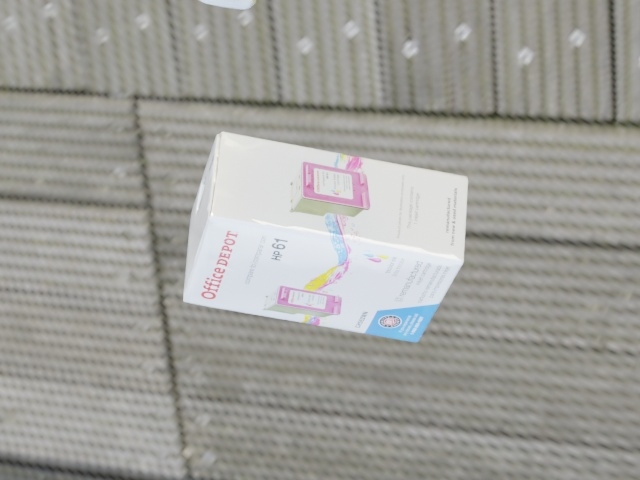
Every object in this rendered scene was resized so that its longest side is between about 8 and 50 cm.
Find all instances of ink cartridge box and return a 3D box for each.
[{"bbox_3d":[0.000,0.000,0.857,0.122,0.052,0.088,11,149,-7],"label":"ink cartridge box"}]

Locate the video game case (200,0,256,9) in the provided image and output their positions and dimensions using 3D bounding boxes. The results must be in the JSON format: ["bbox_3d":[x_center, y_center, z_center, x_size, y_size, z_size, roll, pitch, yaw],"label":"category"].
[{"bbox_3d":[-0.005,-0.223,0.585,0.026,0.227,0.206,7,155,-14],"label":"video game case"}]
